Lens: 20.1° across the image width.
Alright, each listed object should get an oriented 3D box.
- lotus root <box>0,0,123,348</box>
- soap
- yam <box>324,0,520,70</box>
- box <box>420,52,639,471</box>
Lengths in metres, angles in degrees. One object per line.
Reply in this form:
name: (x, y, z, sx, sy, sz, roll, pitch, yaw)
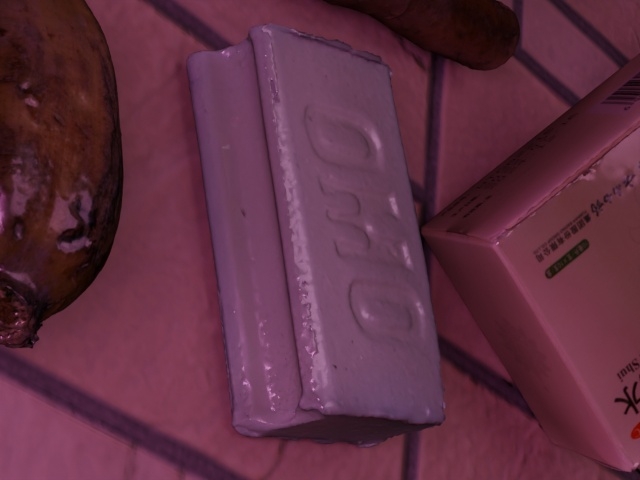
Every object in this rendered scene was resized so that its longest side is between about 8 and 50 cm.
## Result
lotus root: (-0.126, -0.038, 0.746, 0.089, 0.080, 0.179, 24, 50, -37)
soap: (0.000, 0.000, 0.903, 0.114, 0.063, 0.198, 10, 67, -51)
yam: (0.032, -0.151, 1.022, 0.241, 0.057, 0.057, 20, 59, -45)
box: (0.192, 0.002, 1.042, 0.212, 0.095, 0.168, -39, 110, -16)
